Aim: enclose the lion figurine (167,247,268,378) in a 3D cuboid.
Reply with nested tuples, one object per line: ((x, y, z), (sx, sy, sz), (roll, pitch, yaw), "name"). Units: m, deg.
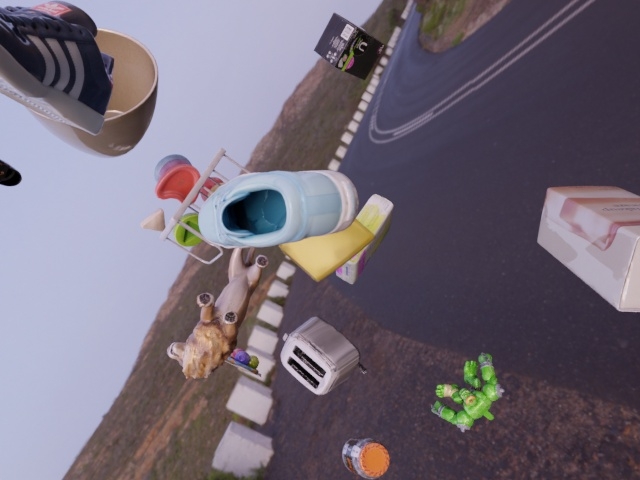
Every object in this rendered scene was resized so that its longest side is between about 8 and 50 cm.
((-0.221, 0.149, 1.130), (0.392, 0.142, 0.240), (-57, -8, -36), "lion figurine")

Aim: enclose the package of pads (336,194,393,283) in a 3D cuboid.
((0.163, -0.005, 1.726), (0.297, 0.101, 0.229), (-55, -17, -20), "package of pads")

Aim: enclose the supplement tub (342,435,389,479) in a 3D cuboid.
((0.143, 0.682, 1.427), (0.117, 0.117, 0.190), (-62, -1, -24), "supplement tub")

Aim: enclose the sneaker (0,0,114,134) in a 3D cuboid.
((-0.365, -0.252, 0.565), (0.350, 0.131, 0.148), (180, 111, -85), "sneaker")

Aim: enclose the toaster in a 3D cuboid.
((0.001, 0.320, 1.235), (0.146, 0.227, 0.129), (-16, -42, -56), "toaster")

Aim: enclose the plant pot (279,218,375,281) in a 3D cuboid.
((0.000, 0.000, 1.263), (0.187, 0.212, 0.212), (-49, -2, -7), "plant pot")

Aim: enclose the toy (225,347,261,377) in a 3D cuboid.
((-0.234, 0.366, 1.382), (0.237, 0.136, 0.056), (117, 177, -71), "toy")

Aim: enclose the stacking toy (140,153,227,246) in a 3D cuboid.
((-0.475, -0.142, 1.579), (0.279, 0.130, 0.309), (-53, -38, 6), "stacking toy")

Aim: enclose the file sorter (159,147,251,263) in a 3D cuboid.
((-0.326, -0.096, 1.381), (0.193, 0.173, 0.278), (-29, 31, 57), "file sorter")

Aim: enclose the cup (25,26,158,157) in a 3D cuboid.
((-0.590, -0.357, 1.209), (0.237, 0.331, 0.331), (109, -173, -59), "cup")

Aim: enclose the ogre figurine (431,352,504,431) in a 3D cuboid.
((0.366, 0.375, 1.102), (0.197, 0.097, 0.118), (-31, 25, -3), "ogre figurine")

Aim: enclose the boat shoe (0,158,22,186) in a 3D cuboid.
((-0.656, -0.141, 0.917), (0.049, 0.042, 0.133), (-48, 0, -6), "boat shoe")

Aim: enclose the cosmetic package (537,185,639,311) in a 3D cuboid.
((0.529, -0.001, 0.807), (0.296, 0.153, 0.129), (-90, 0, -69), "cosmetic package")

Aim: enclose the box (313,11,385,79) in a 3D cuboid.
((0.044, -0.287, 0.676), (0.083, 0.052, 0.062), (-4, -45, -53), "box")

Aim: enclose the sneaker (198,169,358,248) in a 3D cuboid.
((-0.122, -0.052, 0.732), (0.365, 0.135, 0.150), (-10, -1, 44), "sneaker")
